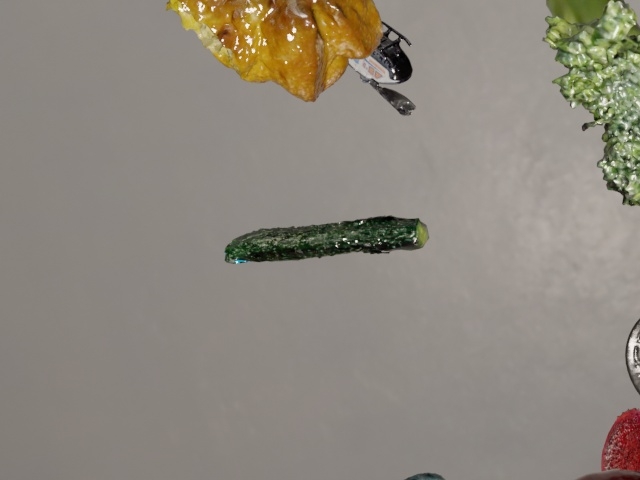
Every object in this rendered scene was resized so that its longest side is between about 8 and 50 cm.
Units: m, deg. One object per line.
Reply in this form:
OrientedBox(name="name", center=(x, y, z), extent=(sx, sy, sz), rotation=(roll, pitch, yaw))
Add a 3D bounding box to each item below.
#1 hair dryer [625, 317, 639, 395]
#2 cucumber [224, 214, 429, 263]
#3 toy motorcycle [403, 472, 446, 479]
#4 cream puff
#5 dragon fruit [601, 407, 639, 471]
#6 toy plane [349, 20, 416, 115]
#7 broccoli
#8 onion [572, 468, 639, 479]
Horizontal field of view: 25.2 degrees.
OrientedBox(name="hair dryer", center=(0.591, 0.091, 1.885), extent=(0.284, 0.155, 0.320), rotation=(-35, 171, 41))
OrientedBox(name="cucumber", center=(0.000, 0.000, 1.644), extent=(0.257, 0.044, 0.043), rotation=(-6, 176, 24))
OrientedBox(name="toy motorcycle", center=(0.068, 0.395, 1.768), extent=(0.206, 0.260, 0.154), rotation=(-12, -140, -7))
OrientedBox(name="cream puff", center=(-0.056, -0.276, 1.475), extent=(0.269, 0.241, 0.155), rotation=(17, 163, 2))
OrientedBox(name="dragon fruit", center=(0.483, 0.325, 2.048), extent=(0.111, 0.153, 0.153), rotation=(14, 169, -16))
OrientedBox(name="toy plane", center=(0.048, -0.235, 1.762), extent=(0.053, 0.197, 0.078), rotation=(-31, 146, -35))
OrientedBox(name="broccoli", center=(0.408, -0.170, 1.679), extent=(0.275, 0.353, 0.397), rotation=(-27, -163, 4))
OrientedBox(name="onion", center=(0.275, 0.354, 1.333), extent=(0.273, 0.273, 0.285), rotation=(-23, 165, -6))
